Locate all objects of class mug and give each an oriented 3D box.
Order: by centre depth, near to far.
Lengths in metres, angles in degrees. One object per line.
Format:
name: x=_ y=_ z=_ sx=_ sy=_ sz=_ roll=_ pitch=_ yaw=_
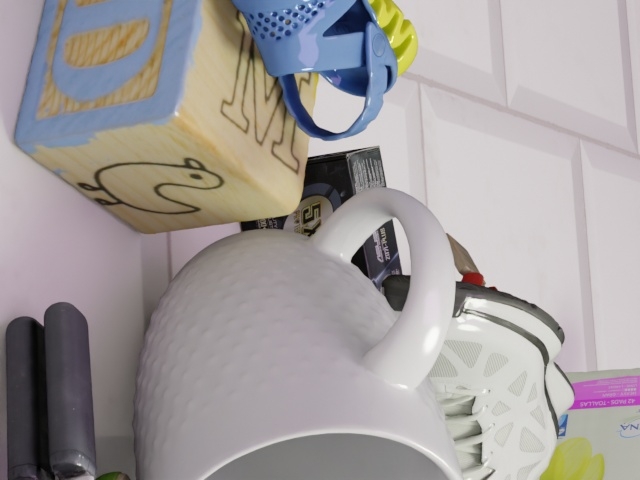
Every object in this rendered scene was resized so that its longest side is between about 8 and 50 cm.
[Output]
mug: x=-0.008 y=0.119 z=1.359 sx=0.276 sy=0.374 sz=0.328 roll=23 pitch=30 yaw=-27

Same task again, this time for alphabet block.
alphabet block: x=-0.134 y=-0.138 z=1.393 sx=0.197 sy=0.192 sz=0.193 roll=38 pitch=54 yaw=-48

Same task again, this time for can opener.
can opener: x=-0.225 y=0.163 z=1.202 sx=0.095 sy=0.076 sz=0.283 roll=53 pitch=21 yaw=-50

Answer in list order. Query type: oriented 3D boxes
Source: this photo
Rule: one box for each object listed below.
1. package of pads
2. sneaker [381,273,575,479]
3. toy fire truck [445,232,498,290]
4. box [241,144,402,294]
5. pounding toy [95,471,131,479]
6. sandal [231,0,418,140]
package of pads: x=0.409 y=0.325 z=2.157 sx=0.101 sy=0.229 sz=0.297 roll=49 pitch=45 yaw=-42
sneaker: x=0.158 y=0.215 z=1.600 sx=0.447 sy=0.169 sz=0.258 roll=48 pitch=53 yaw=-58
toy fire truck: x=0.204 y=0.122 z=1.967 sx=0.217 sy=0.158 sz=0.246 roll=52 pitch=53 yaw=-40
box: x=0.000 y=0.000 z=1.624 sx=0.077 sy=0.147 sz=0.180 roll=-19 pitch=101 yaw=-59
pounding toy: x=-0.210 y=0.299 z=1.283 sx=0.237 sy=0.110 sz=0.183 roll=87 pitch=0 yaw=-62
sandal: x=-0.016 y=-0.197 z=1.308 sx=0.317 sy=0.126 sz=0.138 roll=44 pitch=52 yaw=-44
